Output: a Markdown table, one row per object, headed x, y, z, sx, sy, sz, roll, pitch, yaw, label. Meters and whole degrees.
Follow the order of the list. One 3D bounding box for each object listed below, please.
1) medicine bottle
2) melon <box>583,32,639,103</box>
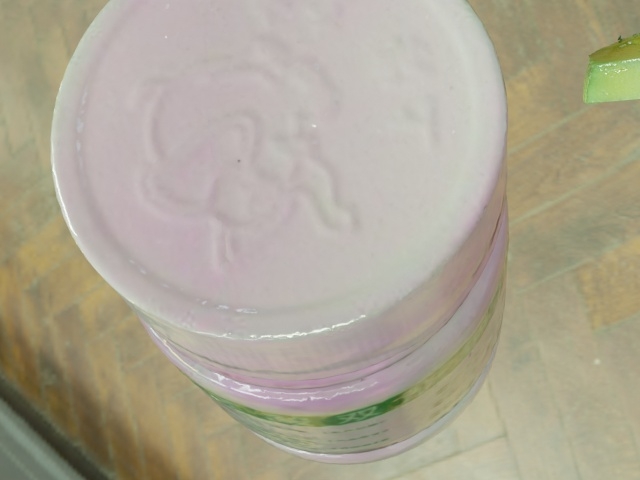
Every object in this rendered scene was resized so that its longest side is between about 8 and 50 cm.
| x | y | z | sx | sy | sz | roll | pitch | yaw | label |
| --- | --- | --- | --- | --- | --- | --- | --- | --- | --- |
| 0.000 | 0.000 | 0.666 | 0.212 | 0.325 | 0.212 | -2 | 70 | 6 | medicine bottle |
| 0.386 | -0.208 | 1.400 | 0.118 | 0.209 | 0.064 | 12 | 117 | 42 | melon |
